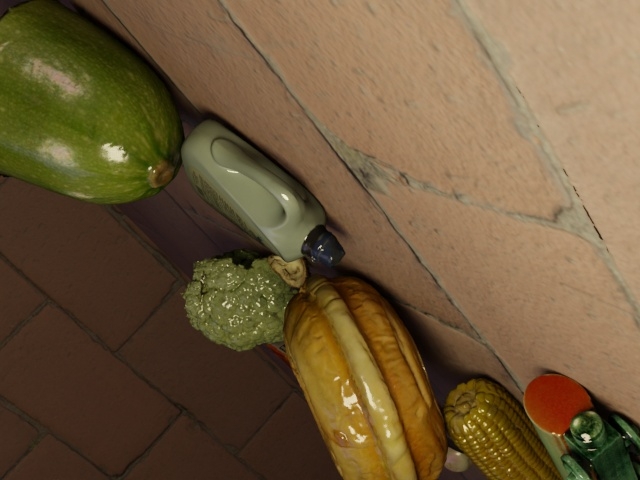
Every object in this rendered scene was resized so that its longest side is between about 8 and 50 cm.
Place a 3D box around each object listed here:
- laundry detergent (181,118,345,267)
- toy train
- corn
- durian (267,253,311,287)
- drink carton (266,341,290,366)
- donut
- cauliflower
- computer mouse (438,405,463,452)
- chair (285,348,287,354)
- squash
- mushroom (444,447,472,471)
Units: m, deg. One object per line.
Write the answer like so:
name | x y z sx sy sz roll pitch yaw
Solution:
laundry detergent | -0.080 -0.056 1.342 0.280 0.105 0.215 37 164 25
toy train | 0.374 0.299 1.213 0.177 0.116 0.285 46 174 45
corn | 0.343 0.374 1.484 0.344 0.131 0.131 45 167 -20
durian | -0.056 0.058 1.742 0.130 0.066 0.052 42 170 43
drink carton | 0.015 0.388 2.517 0.351 0.111 0.154 46 167 -23
donut | 0.071 0.258 1.499 0.449 0.198 0.448 159 90 -83
cauliflower | -0.174 0.118 1.975 0.250 0.272 0.275 -107 0 -50
computer mouse | 0.277 0.430 2.006 0.232 0.057 0.120 40 166 5
chair | 0.043 0.267 1.952 0.326 0.160 0.170 42 167 -22
squash | -0.347 -0.203 1.374 0.309 0.310 0.310 18 159 21
mushroom | 0.342 0.537 2.154 0.084 0.067 0.083 12 130 15
